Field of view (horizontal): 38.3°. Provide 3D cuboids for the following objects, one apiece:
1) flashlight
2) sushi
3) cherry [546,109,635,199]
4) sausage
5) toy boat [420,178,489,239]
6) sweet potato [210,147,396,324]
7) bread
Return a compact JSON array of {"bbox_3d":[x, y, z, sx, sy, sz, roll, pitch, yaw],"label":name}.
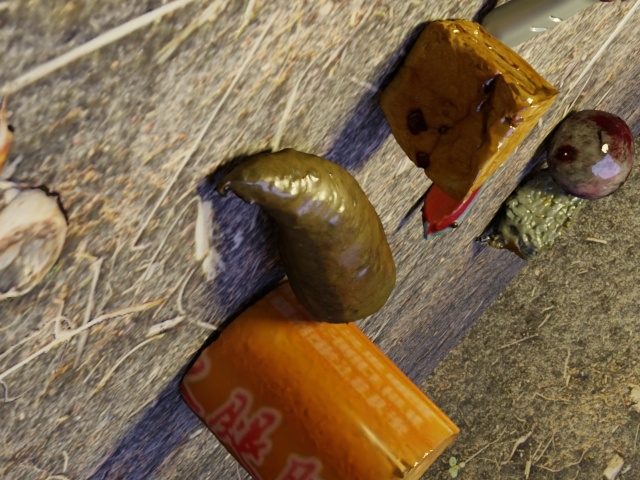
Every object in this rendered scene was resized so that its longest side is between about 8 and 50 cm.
[{"bbox_3d":[0.270,-0.268,1.031,0.200,0.047,0.093,-21,161,38],"label":"flashlight"},{"bbox_3d":[0.500,-0.054,2.123,0.274,0.139,0.184,-49,162,0],"label":"sushi"},{"bbox_3d":[0.567,-0.180,1.950,0.195,0.195,0.195,-44,163,-16],"label":"cherry"},{"bbox_3d":[-0.007,0.221,1.165,0.233,0.287,0.233,-39,160,-17],"label":"sausage"},{"bbox_3d":[0.214,-0.074,1.451,0.173,0.069,0.059,-54,156,1],"label":"toy boat"},{"bbox_3d":[0.004,-0.004,0.983,0.130,0.130,0.422,-47,156,-6],"label":"sweet potato"},{"bbox_3d":[0.161,-0.146,1.009,0.143,0.149,0.158,-52,164,23],"label":"bread"}]
